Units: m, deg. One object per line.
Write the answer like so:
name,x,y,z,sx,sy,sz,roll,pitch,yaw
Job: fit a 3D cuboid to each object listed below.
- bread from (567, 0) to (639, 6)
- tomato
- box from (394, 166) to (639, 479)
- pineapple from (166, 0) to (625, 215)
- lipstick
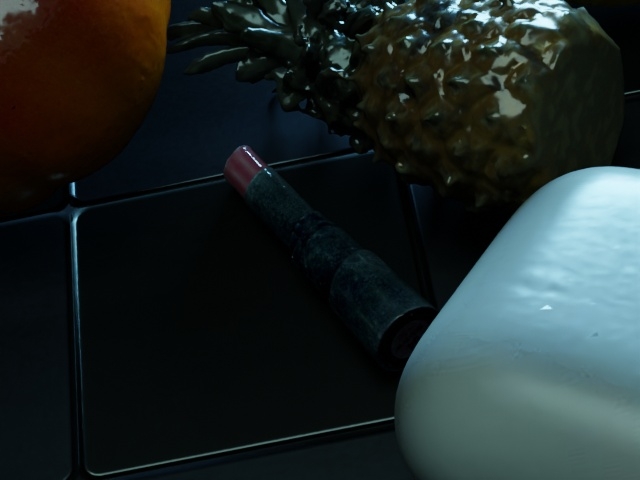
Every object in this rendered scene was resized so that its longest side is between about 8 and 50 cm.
bread,0.247,-0.262,1.332,0.229,0.143,0.139,-18,59,0
tomato,-0.230,-0.147,1.271,0.260,0.180,0.259,-21,52,29
box,0.238,0.086,1.002,0.349,0.141,0.288,17,41,24
pineapple,0.043,-0.120,1.245,0.340,0.169,0.169,16,54,31
lipstick,0.000,0.000,1.209,0.053,0.053,0.234,-30,48,-14
